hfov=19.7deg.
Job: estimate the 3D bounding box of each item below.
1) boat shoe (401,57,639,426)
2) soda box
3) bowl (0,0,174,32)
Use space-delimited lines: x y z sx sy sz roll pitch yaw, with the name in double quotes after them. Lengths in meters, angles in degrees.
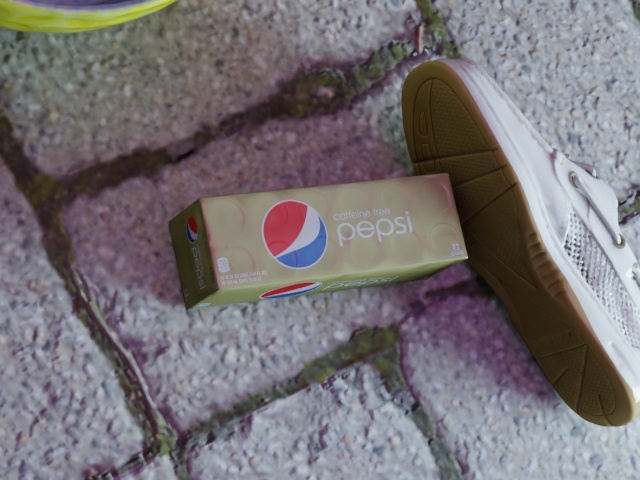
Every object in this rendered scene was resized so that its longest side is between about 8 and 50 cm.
0.154 -0.012 1.241 0.096 0.098 0.277 -36 101 -30 "boat shoe"
0.000 0.000 1.181 0.181 0.058 0.061 -7 78 -26 "soda box"
-0.182 -0.242 1.110 0.289 0.156 0.289 8 71 -23 "bowl"
